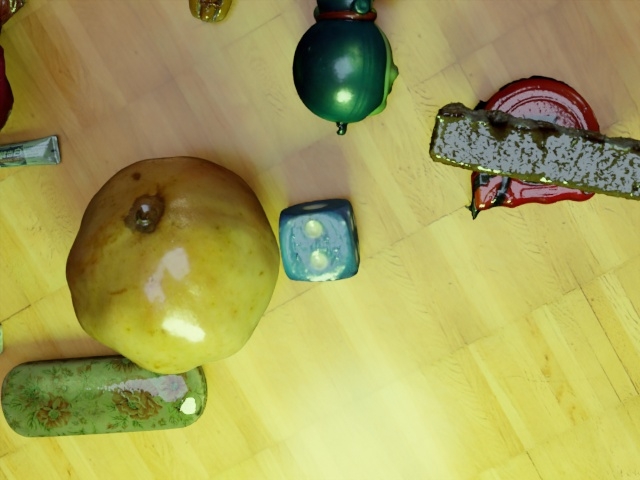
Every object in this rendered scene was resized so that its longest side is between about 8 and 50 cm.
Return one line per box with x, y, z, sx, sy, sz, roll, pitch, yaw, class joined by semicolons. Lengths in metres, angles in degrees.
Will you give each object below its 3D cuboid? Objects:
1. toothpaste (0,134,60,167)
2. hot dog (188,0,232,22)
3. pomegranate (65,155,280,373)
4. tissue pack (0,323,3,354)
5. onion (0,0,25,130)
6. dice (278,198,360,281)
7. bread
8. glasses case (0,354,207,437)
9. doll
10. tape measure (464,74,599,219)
-0.639;-0.169;1.898;0.233;0.038;0.060;-7;101;3;toothpaste
-0.191;-0.538;1.782;0.102;0.076;0.249;20;100;6;hot dog
-0.267;0.042;1.739;0.411;0.411;0.412;1;98;5;pomegranate
-0.694;0.215;1.927;0.058;0.094;0.074;5;100;4;tissue pack
-0.721;-0.375;1.757;0.398;0.398;0.420;24;60;1;onion
0.000;0.000;1.807;0.143;0.146;0.146;-4;98;8;dice
0.398;-0.152;1.627;0.416;0.165;0.113;11;101;2;bread
-0.441;0.313;1.917;0.425;0.098;0.157;-5;94;6;glasses case
0.044;-0.355;1.728;0.186;0.198;0.322;0;90;-24;doll
0.393;-0.176;1.761;0.253;0.114;0.261;-4;98;5;tape measure
